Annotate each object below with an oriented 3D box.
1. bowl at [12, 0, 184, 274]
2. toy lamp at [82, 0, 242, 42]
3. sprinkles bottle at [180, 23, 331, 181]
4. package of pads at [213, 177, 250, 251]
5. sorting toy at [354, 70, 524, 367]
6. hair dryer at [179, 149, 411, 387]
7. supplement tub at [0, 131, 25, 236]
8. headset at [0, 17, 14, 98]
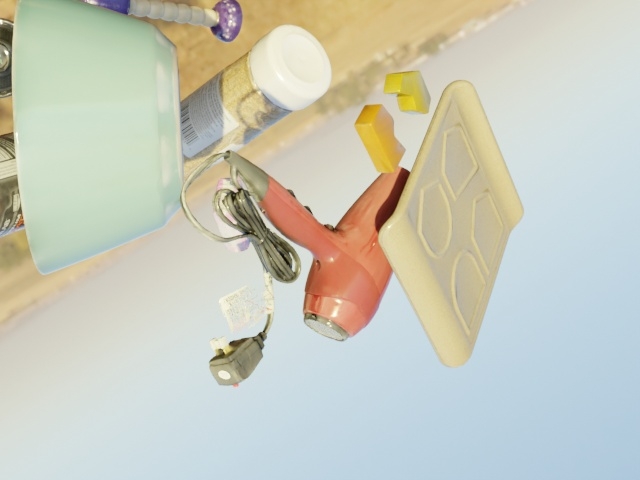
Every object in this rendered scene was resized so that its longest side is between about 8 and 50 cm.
[{"bbox_3d":[-0.233,-0.122,1.372,0.163,0.312,0.311,-2,-179,-6],"label":"bowl"},{"bbox_3d":[-0.248,-0.350,1.909,0.274,0.080,0.080,2,160,-39],"label":"toy lamp"},{"bbox_3d":[-0.136,-0.204,1.941,0.355,0.121,0.121,-28,-174,45],"label":"sprinkles bottle"},{"bbox_3d":[-0.099,-0.029,1.431,0.031,0.050,0.083,2,148,10],"label":"package of pads"},{"bbox_3d":[0.116,-0.051,1.270,0.041,0.307,0.229,0,-134,33],"label":"sorting toy"},{"bbox_3d":[0.000,0.000,1.220,0.080,0.224,0.293,15,-150,39],"label":"hair dryer"},{"bbox_3d":[-0.354,-0.051,1.306,0.106,0.106,0.198,-30,179,31],"label":"supplement tub"},{"bbox_3d":[-0.564,-0.332,2.074,0.394,0.185,0.243,-2,-171,-40],"label":"headset"}]
